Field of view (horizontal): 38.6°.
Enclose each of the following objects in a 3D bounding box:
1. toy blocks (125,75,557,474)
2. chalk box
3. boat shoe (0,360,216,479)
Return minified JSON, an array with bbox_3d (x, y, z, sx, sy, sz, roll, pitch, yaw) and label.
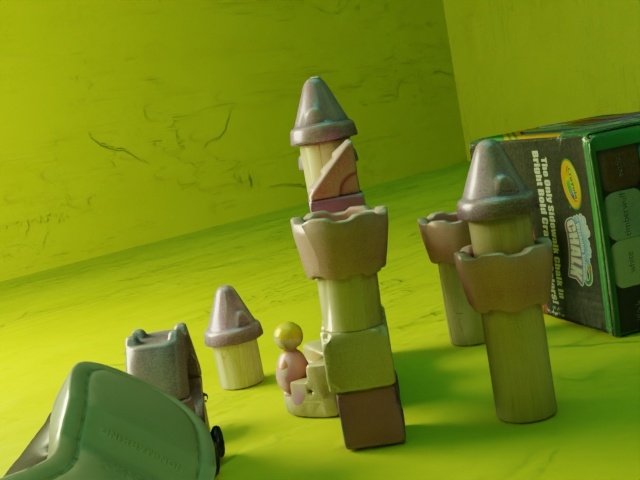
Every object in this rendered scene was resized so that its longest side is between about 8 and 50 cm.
[{"bbox_3d":[0.000,0.000,0.716,0.308,0.260,0.288,-10,8,0],"label":"toy blocks"},{"bbox_3d":[0.291,-0.026,0.852,0.179,0.180,0.289,-12,9,-16],"label":"chalk box"},{"bbox_3d":[-0.106,0.145,0.384,0.116,0.097,0.324,30,4,-11],"label":"boat shoe"}]
